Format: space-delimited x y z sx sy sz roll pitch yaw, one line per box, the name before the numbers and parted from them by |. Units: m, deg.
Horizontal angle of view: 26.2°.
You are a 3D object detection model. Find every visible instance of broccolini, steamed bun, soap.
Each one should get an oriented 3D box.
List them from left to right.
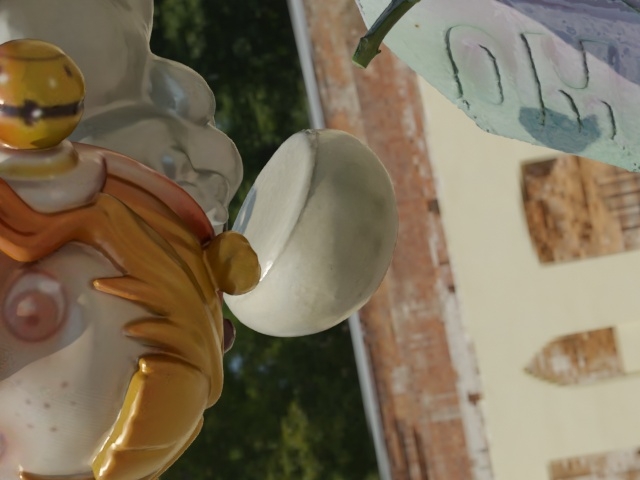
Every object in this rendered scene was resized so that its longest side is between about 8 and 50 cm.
steamed bun | 0.000 0.000 1.458 0.145 0.232 0.231 25 -144 -17
broccolini | 0.095 -0.180 0.899 0.054 0.194 0.052 35 -149 -34
soap | 0.262 -0.193 1.254 0.156 0.446 0.261 -59 -32 -21

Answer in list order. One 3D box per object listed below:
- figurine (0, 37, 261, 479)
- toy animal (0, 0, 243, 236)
figurine | -0.189 0.036 0.765 0.320 0.323 0.196 -62 17 17
toy animal | -0.177 -0.075 0.966 0.249 0.174 0.289 9 -119 -36
